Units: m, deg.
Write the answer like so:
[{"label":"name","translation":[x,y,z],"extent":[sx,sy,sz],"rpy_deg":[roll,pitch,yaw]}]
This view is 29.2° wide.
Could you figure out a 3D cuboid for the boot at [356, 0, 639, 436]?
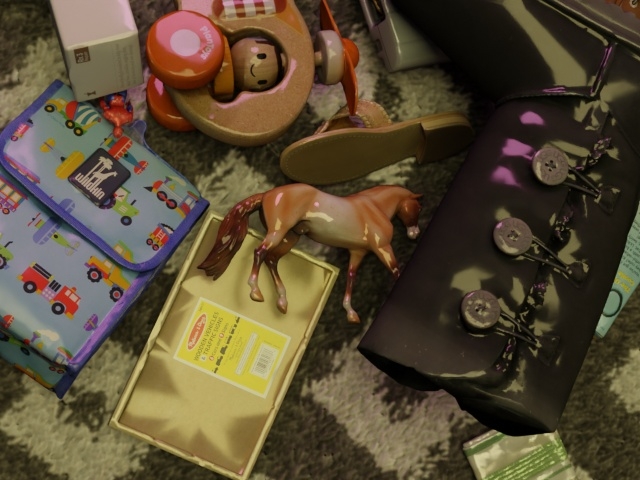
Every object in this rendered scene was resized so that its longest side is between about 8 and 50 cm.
[{"label":"boot","translation":[0.152,-0.064,1.281],"extent":[0.367,0.146,0.445],"rpy_deg":[24,82,8]}]

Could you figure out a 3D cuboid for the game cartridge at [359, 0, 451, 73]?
[{"label":"game cartridge","translation":[0.118,-0.355,1.438],"extent":[0.198,0.062,0.297],"rpy_deg":[-17,88,-25]}]

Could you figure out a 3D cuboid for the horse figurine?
[{"label":"horse figurine","translation":[0.000,0.000,1.364],"extent":[0.263,0.066,0.174],"rpy_deg":[8,68,-15]}]

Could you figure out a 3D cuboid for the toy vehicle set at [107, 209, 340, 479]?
[{"label":"toy vehicle set","translation":[-0.106,0.118,1.381],"extent":[0.166,0.035,0.267],"rpy_deg":[26,80,-6]}]

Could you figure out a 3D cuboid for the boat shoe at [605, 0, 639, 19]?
[{"label":"boat shoe","translation":[0.357,-0.274,1.469],"extent":[0.104,0.111,0.307],"rpy_deg":[25,80,-5]}]

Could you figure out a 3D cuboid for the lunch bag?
[{"label":"lunch bag","translation":[-0.275,-0.018,1.336],"extent":[0.221,0.138,0.293],"rpy_deg":[37,63,-4]}]

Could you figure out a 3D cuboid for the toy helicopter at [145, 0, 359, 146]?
[{"label":"toy helicopter","translation":[-0.046,-0.266,1.392],"extent":[0.235,0.140,0.355],"rpy_deg":[17,68,-1]}]

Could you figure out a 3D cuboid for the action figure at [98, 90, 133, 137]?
[{"label":"action figure","translation":[-0.226,-0.158,1.362],"extent":[0.038,0.030,0.115],"rpy_deg":[11,46,-23]}]

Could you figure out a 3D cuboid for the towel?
[{"label":"towel","translation":[0.243,0.282,1.435],"extent":[0.113,0.023,0.152],"rpy_deg":[-25,91,-10]}]

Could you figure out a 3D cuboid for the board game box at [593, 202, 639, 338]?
[{"label":"board game box","translation":[0.320,-0.035,1.419],"extent":[0.144,0.142,0.275],"rpy_deg":[37,79,-2]}]

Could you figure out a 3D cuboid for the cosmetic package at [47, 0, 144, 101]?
[{"label":"cosmetic package","translation":[-0.259,-0.281,1.329],"extent":[0.085,0.117,0.231],"rpy_deg":[-16,72,-11]}]

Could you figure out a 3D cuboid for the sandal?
[{"label":"sandal","translation":[0.054,-0.129,1.431],"extent":[0.240,0.088,0.079],"rpy_deg":[-10,54,-18]}]
